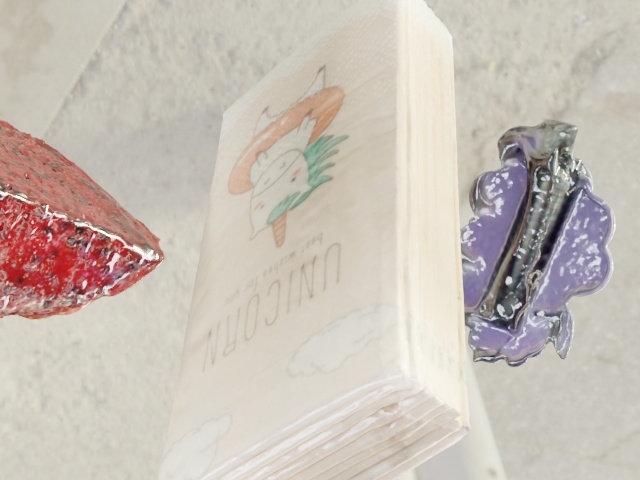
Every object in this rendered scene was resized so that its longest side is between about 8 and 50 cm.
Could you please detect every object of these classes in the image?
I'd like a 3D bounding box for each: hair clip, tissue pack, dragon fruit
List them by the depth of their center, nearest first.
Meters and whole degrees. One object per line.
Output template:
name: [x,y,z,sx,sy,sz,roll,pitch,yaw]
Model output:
tissue pack: [0.000,0.000,0.665,0.170,0.325,0.071,-33,123,30]
hair clip: [0.160,0.005,0.901,0.052,0.124,0.195,5,102,-63]
dragon fruit: [-0.336,-0.027,1.154,0.317,0.205,0.152,26,106,-40]
